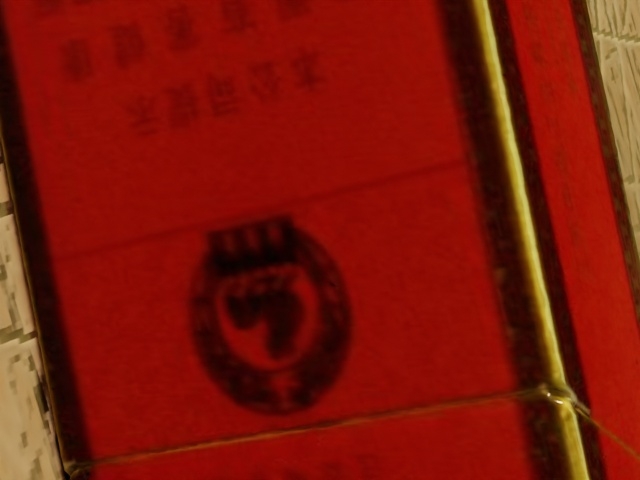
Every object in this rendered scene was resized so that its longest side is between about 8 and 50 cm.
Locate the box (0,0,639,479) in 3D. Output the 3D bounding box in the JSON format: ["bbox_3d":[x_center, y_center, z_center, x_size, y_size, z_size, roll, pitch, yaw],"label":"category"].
[{"bbox_3d":[-0.001,0.000,0.492,0.074,0.153,0.240,-8,86,-62],"label":"box"}]
